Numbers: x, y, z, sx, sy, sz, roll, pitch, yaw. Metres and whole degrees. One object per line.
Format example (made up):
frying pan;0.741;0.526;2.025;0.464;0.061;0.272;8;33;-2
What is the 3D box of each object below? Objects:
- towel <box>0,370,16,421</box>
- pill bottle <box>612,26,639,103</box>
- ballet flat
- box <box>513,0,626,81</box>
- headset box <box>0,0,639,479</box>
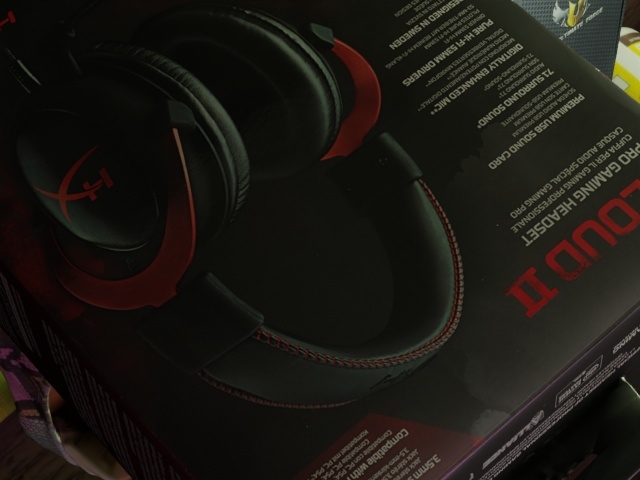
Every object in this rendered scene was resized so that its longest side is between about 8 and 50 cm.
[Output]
towel;-0.167;0.070;0.745;0.237;0.021;0.102;-40;156;-13
pill bottle;0.255;-0.044;1.028;0.117;0.215;0.117;-37;155;-20
ballet flat;-0.110;0.075;0.723;0.077;0.079;0.221;-40;160;-14
box;0.074;-0.101;0.803;0.232;0.059;0.183;-35;147;-25
headset box;0.000;0.000;0.564;0.218;0.293;0.110;-37;156;-18
